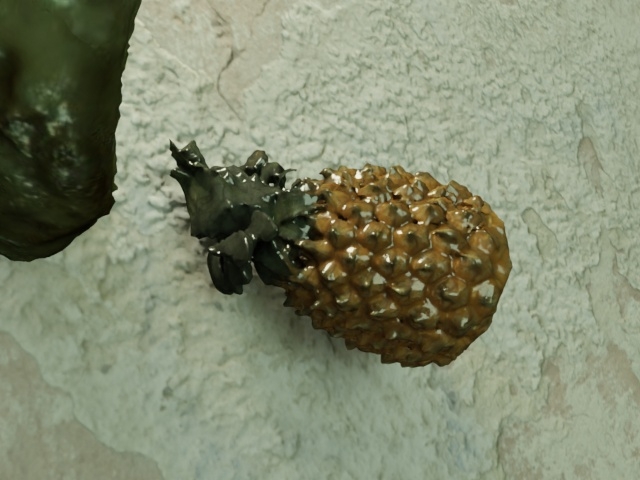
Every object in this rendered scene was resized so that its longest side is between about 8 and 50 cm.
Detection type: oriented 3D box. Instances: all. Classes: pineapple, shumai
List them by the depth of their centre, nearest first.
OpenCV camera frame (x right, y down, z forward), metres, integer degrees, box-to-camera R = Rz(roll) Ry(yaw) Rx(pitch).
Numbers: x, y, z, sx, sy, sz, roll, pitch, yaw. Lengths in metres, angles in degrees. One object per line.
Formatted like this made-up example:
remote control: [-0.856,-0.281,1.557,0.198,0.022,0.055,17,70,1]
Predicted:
shumai: [-0.306,-0.164,0.674,0.323,0.397,0.324,6,67,-23]
pineapple: [-0.001,0.002,0.996,0.357,0.223,0.223,16,63,-17]
